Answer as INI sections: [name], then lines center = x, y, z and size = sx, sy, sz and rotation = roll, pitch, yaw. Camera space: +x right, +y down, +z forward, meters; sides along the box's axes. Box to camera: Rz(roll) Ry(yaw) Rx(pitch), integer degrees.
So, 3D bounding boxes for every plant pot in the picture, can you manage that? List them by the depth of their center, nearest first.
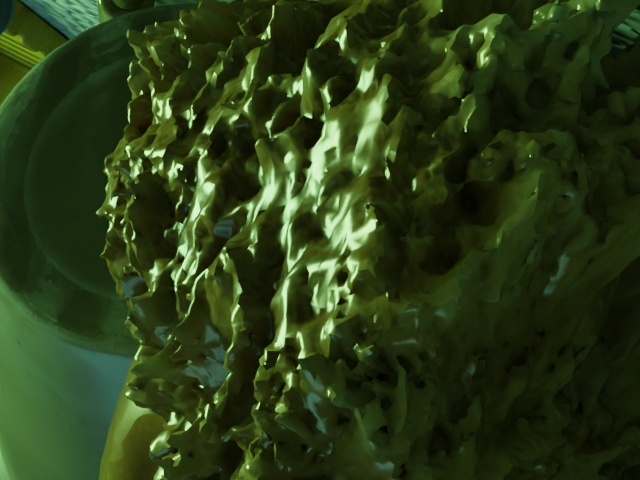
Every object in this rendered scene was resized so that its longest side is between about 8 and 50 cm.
[plant pot]
center = -0.054, 0.033, 0.897
size = 0.323, 0.323, 0.280
rotation = 27, 160, 21

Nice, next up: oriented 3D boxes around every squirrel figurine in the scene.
[squirrel figurine]
center = 0.022, 0.110, 0.549
size = 0.281, 0.397, 0.370
rotation = -8, -157, 8

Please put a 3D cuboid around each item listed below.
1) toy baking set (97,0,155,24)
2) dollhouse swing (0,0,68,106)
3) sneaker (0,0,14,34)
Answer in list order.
[toy baking set]
center = -0.171, -0.164, 0.887
size = 0.196, 0.030, 0.256
rotation = 29, 176, -10
[dollhouse swing]
center = -0.413, -0.105, 1.405
size = 0.315, 0.305, 0.347
rotation = 27, 175, 22
[sneaker]
center = -0.193, -0.137, 0.852
size = 0.144, 0.053, 0.059
rotation = 39, 180, 34
